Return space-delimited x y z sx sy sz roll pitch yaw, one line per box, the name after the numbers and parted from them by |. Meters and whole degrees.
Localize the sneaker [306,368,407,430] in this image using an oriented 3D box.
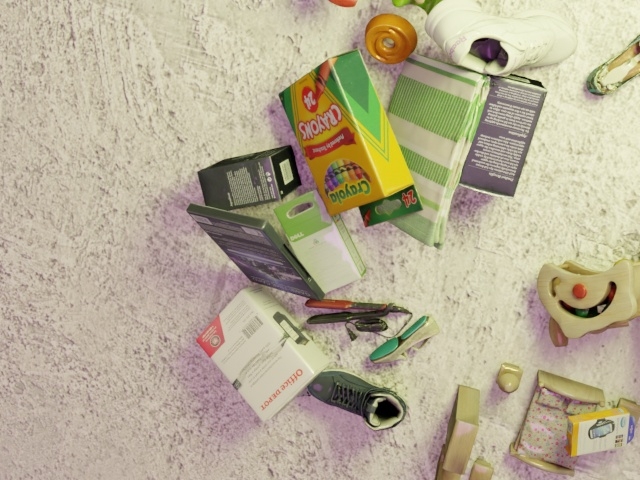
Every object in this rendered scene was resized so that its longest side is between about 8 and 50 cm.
0.074 0.332 1.630 0.226 0.163 0.086 14 89 7 | sneaker

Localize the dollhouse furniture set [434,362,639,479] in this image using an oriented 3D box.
0.435 0.440 1.577 0.356 0.174 0.303 16 109 9 | dollhouse furniture set

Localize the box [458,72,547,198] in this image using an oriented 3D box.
0.332 -0.199 1.431 0.108 0.153 0.207 16 110 8 | box

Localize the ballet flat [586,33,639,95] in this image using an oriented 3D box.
0.567 -0.322 1.387 0.188 0.070 0.070 -40 94 20 | ballet flat

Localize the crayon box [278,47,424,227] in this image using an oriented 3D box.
0.055 -0.174 1.470 0.202 0.081 0.318 -19 96 58 | crayon box

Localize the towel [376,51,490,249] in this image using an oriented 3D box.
0.193 -0.174 1.454 0.038 0.248 0.324 0 112 -32 | towel

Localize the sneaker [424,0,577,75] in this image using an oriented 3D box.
0.330 -0.331 1.352 0.305 0.152 0.114 -1 139 -24 | sneaker

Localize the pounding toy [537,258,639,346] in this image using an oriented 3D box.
0.529 0.097 1.485 0.269 0.155 0.154 -37 64 51 | pounding toy

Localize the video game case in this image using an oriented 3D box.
-0.124 0.026 1.543 0.196 0.274 0.026 13 65 34 | video game case

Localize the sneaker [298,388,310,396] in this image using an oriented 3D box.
-0.039 0.304 1.724 0.069 0.038 0.098 -1 114 12 | sneaker

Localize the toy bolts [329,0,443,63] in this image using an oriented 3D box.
0.122 -0.471 1.433 0.229 0.158 0.218 25 143 -3 | toy bolts

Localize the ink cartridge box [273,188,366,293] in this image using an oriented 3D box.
0.000 0.000 1.612 0.109 0.062 0.209 -24 99 19 | ink cartridge box

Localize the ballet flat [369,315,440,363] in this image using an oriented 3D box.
0.180 0.223 1.640 0.168 0.057 0.052 -38 104 20 | ballet flat

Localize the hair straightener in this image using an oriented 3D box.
0.082 0.170 1.658 0.231 0.047 0.088 -1 106 9 | hair straightener

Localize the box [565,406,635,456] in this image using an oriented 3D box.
0.555 0.378 1.535 0.136 0.028 0.081 -8 113 -11 | box

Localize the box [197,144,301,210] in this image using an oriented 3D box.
-0.140 -0.124 1.561 0.158 0.156 0.093 -11 102 16 | box

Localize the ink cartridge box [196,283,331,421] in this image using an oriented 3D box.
-0.123 0.239 1.663 0.237 0.100 0.172 48 111 12 | ink cartridge box
